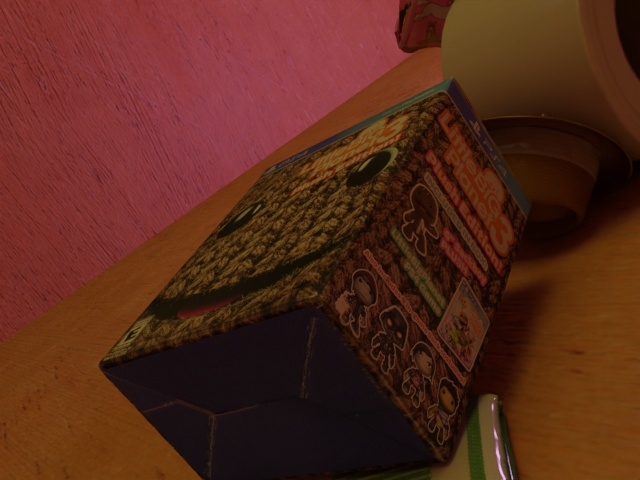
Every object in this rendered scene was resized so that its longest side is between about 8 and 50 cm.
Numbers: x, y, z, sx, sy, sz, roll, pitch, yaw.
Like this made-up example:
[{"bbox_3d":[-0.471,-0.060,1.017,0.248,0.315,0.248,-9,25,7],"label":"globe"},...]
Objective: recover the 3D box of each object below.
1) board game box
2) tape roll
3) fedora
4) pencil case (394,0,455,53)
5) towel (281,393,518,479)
[{"bbox_3d":[0.011,0.031,0.588,0.232,0.141,0.291,-21,24,38],"label":"board game box"},{"bbox_3d":[0.272,-0.192,0.774,0.169,0.246,0.246,-14,22,51],"label":"tape roll"},{"bbox_3d":[0.202,-0.052,0.718,0.194,0.194,0.079,-13,58,52],"label":"fedora"},{"bbox_3d":[0.301,-0.332,1.036,0.386,0.160,0.167,4,11,-5],"label":"pencil case"},{"bbox_3d":[-0.024,0.218,0.452,0.324,0.038,0.248,-29,14,17],"label":"towel"}]
